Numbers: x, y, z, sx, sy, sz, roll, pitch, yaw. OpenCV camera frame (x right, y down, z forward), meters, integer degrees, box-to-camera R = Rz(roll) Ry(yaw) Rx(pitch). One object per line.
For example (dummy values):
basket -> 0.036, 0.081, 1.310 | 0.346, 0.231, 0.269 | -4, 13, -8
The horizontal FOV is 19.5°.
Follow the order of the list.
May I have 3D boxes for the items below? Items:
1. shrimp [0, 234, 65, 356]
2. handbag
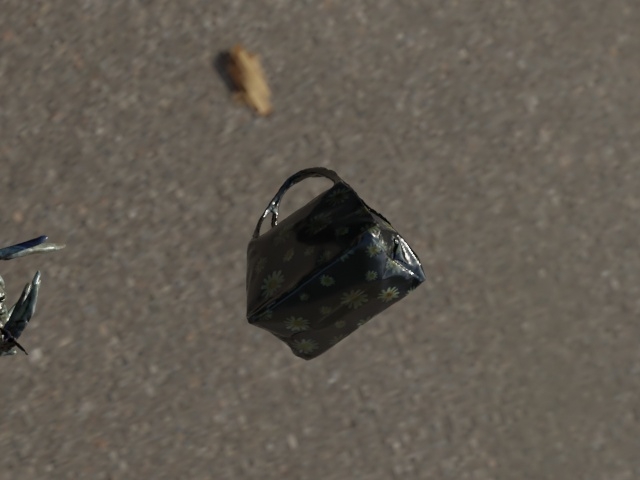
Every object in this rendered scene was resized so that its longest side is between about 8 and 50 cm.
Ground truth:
shrimp -> -0.390, 0.049, 1.879 | 0.221, 0.410, 0.166 | 46, 61, -33
handbag -> 0.000, 0.000, 1.291 | 0.072, 0.115, 0.139 | 39, 22, -38
